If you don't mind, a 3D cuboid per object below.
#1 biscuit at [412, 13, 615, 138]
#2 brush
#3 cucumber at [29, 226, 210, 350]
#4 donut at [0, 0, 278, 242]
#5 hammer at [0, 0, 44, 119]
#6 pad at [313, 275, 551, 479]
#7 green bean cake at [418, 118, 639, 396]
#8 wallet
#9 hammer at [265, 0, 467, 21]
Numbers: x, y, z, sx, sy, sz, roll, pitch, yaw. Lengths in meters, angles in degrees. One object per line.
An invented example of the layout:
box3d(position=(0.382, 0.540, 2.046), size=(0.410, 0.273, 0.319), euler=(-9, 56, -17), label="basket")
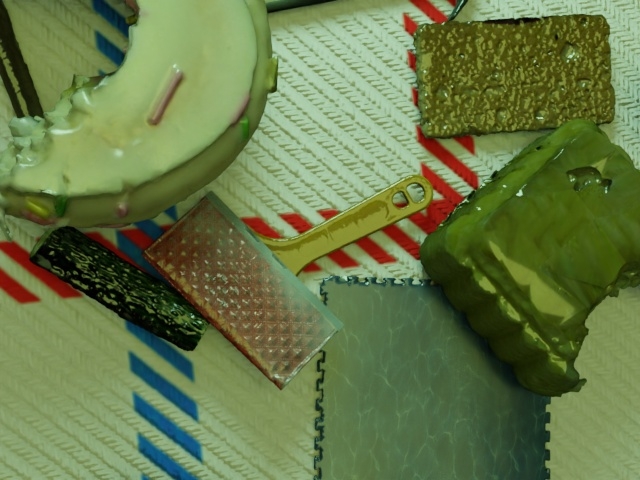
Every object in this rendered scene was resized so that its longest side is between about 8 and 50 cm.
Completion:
box3d(position=(0.216, -0.182, 1.130), size=(0.231, 0.025, 0.131), euler=(-5, 93, -13), label="biscuit")
box3d(position=(0.000, 0.000, 1.076), size=(0.272, 0.013, 0.103), euler=(-27, 87, -10), label="brush")
box3d(position=(-0.199, 0.047, 1.016), size=(0.187, 0.058, 0.058), euler=(32, 81, -11), label="cucumber")
box3d(position=(-0.202, -0.198, 0.972), size=(0.307, 0.150, 0.371), euler=(-11, 87, -19), label="donut")
box3d(position=(-0.304, -0.159, 1.026), size=(0.125, 0.027, 0.297), euler=(-19, 90, -17), label="hammer")
box3d(position=(0.124, 0.174, 1.097), size=(0.269, 0.012, 0.269), euler=(1, 85, -12), label="pad")
box3d(position=(0.259, 0.018, 1.070), size=(0.236, 0.124, 0.233), euler=(-41, 90, -16), label="green bean cake")
box3d(position=(-0.076, 0.050, 1.029), size=(0.196, 0.020, 0.103), euler=(44, 59, 0), label="wallet")
box3d(position=(0.038, -0.276, 1.102), size=(0.288, 0.033, 0.111), euler=(-11, 87, -12), label="hammer")
